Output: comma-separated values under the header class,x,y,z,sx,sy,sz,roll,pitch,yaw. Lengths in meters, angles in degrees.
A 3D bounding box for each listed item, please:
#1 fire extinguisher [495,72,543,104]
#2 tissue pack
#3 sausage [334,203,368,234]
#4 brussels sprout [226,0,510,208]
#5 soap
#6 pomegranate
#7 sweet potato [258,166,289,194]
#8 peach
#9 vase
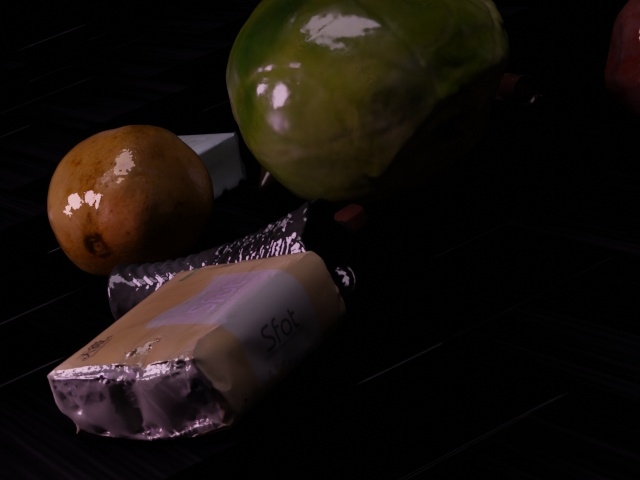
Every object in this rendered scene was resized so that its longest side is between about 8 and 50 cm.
class,x,y,z,sx,sy,sz,roll,pitch,yaw
fire extinguisher,0.225,-0.193,2.318,0.056,0.039,0.132,11,3,-25
tissue pack,-0.107,0.094,1.648,0.186,0.090,0.222,-7,19,37
sausage,0.000,0.000,1.937,0.030,0.035,0.147,-5,18,45
brussels sprout,0.055,-0.168,2.067,0.344,0.268,0.344,5,12,-1
soap,-0.196,-0.085,2.349,0.198,0.066,0.119,0,26,45
pomegranate,-0.209,-0.050,2.059,0.196,0.196,0.196,-16,17,5
sweet potato,0.031,-0.133,2.272,0.346,0.079,0.108,-27,48,-32
peach,0.381,-0.204,2.039,0.152,0.152,0.152,-16,17,5
vase,-0.090,0.037,1.811,0.237,0.115,0.115,-14,17,25
